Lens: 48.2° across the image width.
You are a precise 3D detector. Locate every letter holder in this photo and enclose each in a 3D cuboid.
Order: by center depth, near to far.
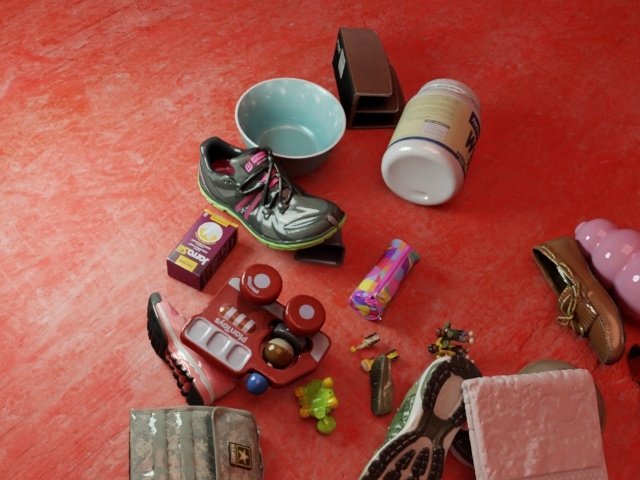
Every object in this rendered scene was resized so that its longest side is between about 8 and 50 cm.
[{"bbox_3d":[0.172,-0.510,2.251,0.214,0.152,0.302,-2,56,-11],"label":"letter holder"}]

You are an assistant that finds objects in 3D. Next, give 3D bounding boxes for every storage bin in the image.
[{"bbox_3d":[0.000,0.000,1.916,0.135,0.098,0.091,7,45,-3],"label":"storage bin"}]

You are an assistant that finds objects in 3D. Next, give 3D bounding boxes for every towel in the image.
[{"bbox_3d":[0.477,0.445,1.550,0.332,0.053,0.317,0,73,-22],"label":"towel"}]

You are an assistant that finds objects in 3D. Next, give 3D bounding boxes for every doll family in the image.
[{"bbox_3d":[0.312,0.299,1.760,0.111,0.076,0.193,9,58,-8],"label":"doll family"}]

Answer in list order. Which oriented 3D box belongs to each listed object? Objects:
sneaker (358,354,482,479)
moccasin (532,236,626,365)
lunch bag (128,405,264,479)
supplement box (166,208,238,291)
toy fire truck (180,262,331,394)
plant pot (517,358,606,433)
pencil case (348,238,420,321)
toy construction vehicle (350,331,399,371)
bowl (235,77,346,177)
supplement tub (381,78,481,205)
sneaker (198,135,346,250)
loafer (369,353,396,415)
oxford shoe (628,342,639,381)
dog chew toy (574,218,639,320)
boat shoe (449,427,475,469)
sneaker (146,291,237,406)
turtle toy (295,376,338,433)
[{"bbox_3d":[0.210,0.441,1.615,0.158,0.182,0.410,38,81,-5],"label":"sneaker"},{"bbox_3d":[0.668,0.154,1.869,0.147,0.139,0.380,-11,59,-9],"label":"moccasin"},{"bbox_3d":[-0.255,0.479,1.505,0.287,0.169,0.235,1,52,-16],"label":"lunch bag"},{"bbox_3d":[-0.304,0.024,1.858,0.104,0.081,0.188,26,57,10],"label":"supplement box"},{"bbox_3d":[-0.141,0.223,1.667,0.302,0.169,0.254,35,56,3],"label":"toy fire truck"},{"bbox_3d":[0.583,0.382,1.718,0.237,0.109,0.237,3,56,-5],"label":"plant pot"},{"bbox_3d":[0.169,0.101,1.861,0.104,0.104,0.236,29,56,12],"label":"pencil case"},{"bbox_3d":[0.133,0.280,1.776,0.098,0.035,0.086,-26,74,-20],"label":"toy construction vehicle"},{"bbox_3d":[-0.091,-0.304,2.063,0.312,0.163,0.311,4,56,-6],"label":"bowl"},{"bbox_3d":[0.329,-0.287,2.065,0.235,0.235,0.325,21,56,7],"label":"supplement tub"},{"bbox_3d":[-0.152,-0.130,1.864,0.483,0.202,0.185,25,55,26],"label":"sneaker"},{"bbox_3d":[0.151,0.347,1.714,0.050,0.056,0.148,16,70,-26],"label":"loafer"},{"bbox_3d":[0.852,0.378,1.768,0.098,0.097,0.271,7,55,-10],"label":"oxford shoe"},{"bbox_3d":[0.824,0.065,1.922,0.207,0.206,0.332,-28,56,-24],"label":"dog chew toy"},{"bbox_3d":[0.390,0.502,1.628,0.228,0.076,0.080,40,60,18],"label":"boat shoe"},{"bbox_3d":[-0.307,0.250,1.705,0.136,0.116,0.314,-19,63,-35],"label":"sneaker"},{"bbox_3d":[0.000,0.383,1.661,0.095,0.066,0.130,-19,60,7],"label":"turtle toy"}]
